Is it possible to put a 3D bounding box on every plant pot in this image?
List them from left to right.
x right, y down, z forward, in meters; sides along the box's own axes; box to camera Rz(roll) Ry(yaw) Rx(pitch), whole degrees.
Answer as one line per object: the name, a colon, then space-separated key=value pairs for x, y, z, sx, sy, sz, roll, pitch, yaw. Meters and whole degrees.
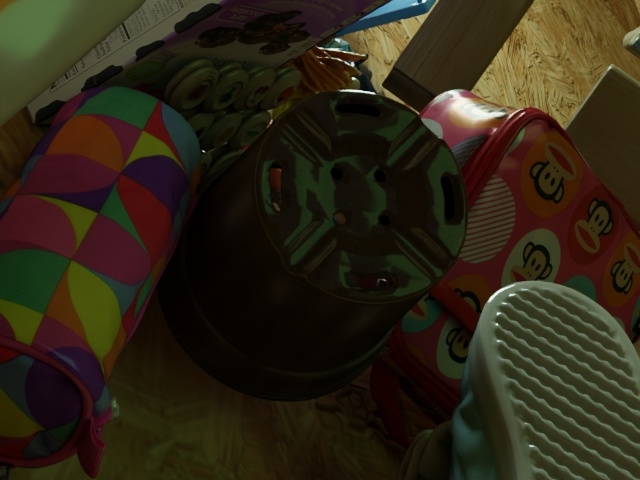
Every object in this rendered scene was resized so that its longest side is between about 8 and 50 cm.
plant pot: x=0.000 y=0.000 z=0.692 sx=0.167 sy=0.165 sz=0.167 roll=6 pitch=70 yaw=-18

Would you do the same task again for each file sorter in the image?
file sorter: x=0.060 y=-0.289 z=1.155 sx=0.104 sy=0.118 sz=0.170 roll=66 pitch=31 yaw=-24

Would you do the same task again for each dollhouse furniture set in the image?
dollhouse furniture set: x=0.271 y=-0.112 z=1.111 sx=0.394 sy=0.362 sz=0.256 roll=35 pitch=2 yaw=-1

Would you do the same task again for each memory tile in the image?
memory tile: x=-0.075 y=-0.073 z=0.762 sx=0.012 sy=0.113 sz=0.148 roll=48 pitch=24 yaw=14

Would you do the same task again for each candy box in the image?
candy box: x=-0.073 y=-0.144 z=0.728 sx=0.165 sy=0.196 sz=0.070 roll=-11 pitch=75 yaw=-63

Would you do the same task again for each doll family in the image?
doll family: x=0.011 y=-0.114 z=0.948 sx=0.163 sy=0.118 sz=0.263 roll=59 pitch=26 yaw=-9

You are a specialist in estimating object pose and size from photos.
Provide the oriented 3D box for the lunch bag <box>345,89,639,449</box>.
lunch bag: x=0.133 y=0.053 z=0.923 sx=0.258 sy=0.120 sz=0.293 roll=-56 pitch=132 yaw=-10

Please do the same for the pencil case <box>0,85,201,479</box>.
pencil case: x=-0.128 y=0.014 z=0.599 sx=0.104 sy=0.104 sz=0.236 roll=50 pitch=29 yaw=-26

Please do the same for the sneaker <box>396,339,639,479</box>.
sneaker: x=0.165 y=0.161 z=0.846 sx=0.169 sy=0.292 sz=0.108 roll=43 pitch=-11 yaw=-31

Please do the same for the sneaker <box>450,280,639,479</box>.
sneaker: x=0.145 y=0.200 z=0.657 sx=0.366 sy=0.135 sz=0.150 roll=-86 pitch=-177 yaw=-46

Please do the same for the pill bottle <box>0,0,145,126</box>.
pill bottle: x=-0.256 y=-0.192 z=0.402 sx=0.392 sy=0.224 sz=0.224 roll=54 pitch=27 yaw=-19
